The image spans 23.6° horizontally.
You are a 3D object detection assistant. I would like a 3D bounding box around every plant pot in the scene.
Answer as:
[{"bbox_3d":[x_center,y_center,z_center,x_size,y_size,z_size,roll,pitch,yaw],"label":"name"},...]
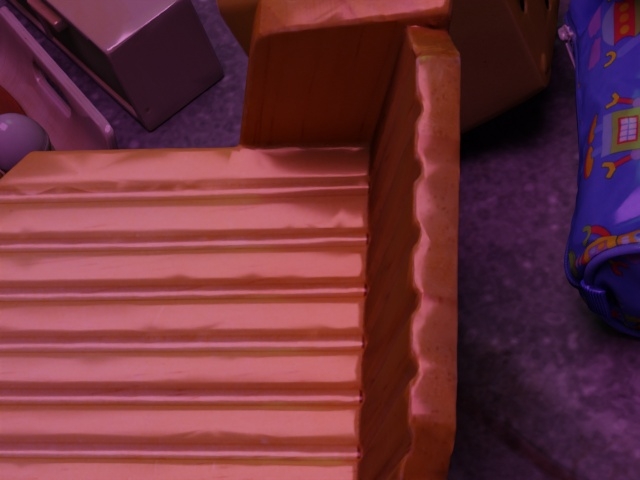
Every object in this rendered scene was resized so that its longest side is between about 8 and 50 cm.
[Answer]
[{"bbox_3d":[0.069,-0.197,1.146,0.187,0.212,0.212,-7,52,26],"label":"plant pot"}]

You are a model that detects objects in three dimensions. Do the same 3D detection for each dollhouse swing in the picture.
[{"bbox_3d":[-0.090,0.038,0.949,0.305,0.315,0.346,5,70,-4],"label":"dollhouse swing"}]

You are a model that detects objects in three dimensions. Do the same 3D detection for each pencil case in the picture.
[{"bbox_3d":[0.234,-0.076,1.075,0.133,0.119,0.306,-8,52,19],"label":"pencil case"}]

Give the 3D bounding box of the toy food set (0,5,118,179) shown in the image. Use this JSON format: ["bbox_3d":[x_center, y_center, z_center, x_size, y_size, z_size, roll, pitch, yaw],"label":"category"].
[{"bbox_3d":[-0.339,-0.052,1.271,0.306,0.092,0.220,-36,51,-10],"label":"toy food set"}]

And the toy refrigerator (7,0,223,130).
[{"bbox_3d":[-0.208,-0.213,1.344,0.094,0.102,0.269,-39,52,-12],"label":"toy refrigerator"}]
